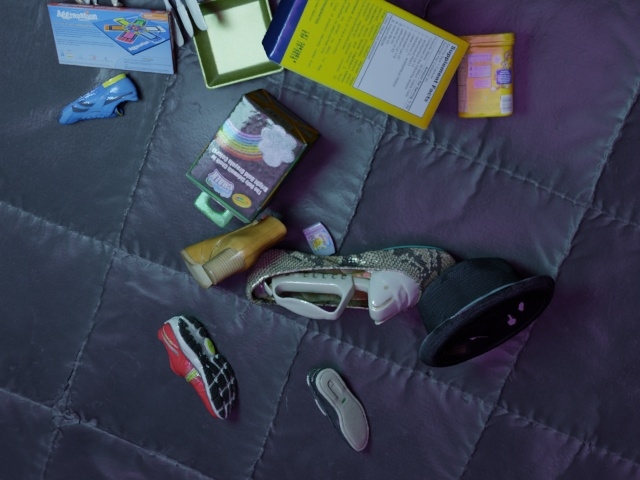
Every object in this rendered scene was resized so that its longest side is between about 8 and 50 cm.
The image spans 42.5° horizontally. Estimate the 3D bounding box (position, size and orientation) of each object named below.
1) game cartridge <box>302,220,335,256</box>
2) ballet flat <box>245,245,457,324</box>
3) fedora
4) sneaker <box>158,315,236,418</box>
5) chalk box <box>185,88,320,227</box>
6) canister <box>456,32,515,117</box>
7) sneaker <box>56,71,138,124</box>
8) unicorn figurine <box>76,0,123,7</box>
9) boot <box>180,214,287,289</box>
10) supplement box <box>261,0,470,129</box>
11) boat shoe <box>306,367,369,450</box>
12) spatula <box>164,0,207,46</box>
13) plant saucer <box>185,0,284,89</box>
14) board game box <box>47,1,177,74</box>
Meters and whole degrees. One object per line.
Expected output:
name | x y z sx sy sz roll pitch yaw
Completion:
game cartridge | 0.000 0.000 1.921 0.056 0.017 0.083 -25 98 12
ballet flat | 0.062 0.110 1.847 0.483 0.182 0.164 1 128 9
fedora | 0.336 0.134 1.795 0.334 0.334 0.152 -40 60 17
sneaker | -0.305 0.314 2.026 0.118 0.107 0.279 -23 96 33
chalk box | -0.164 -0.166 1.827 0.180 0.179 0.289 39 108 -2
canister | 0.348 -0.349 1.742 0.126 0.073 0.170 -1 105 11
sneaker | -0.518 -0.307 1.911 0.209 0.069 0.082 -26 102 15
unicorn figurine | -0.489 -0.568 1.845 0.162 0.060 0.111 -24 103 12
boot | -0.195 0.018 1.891 0.211 0.295 0.104 -34 105 -19
supplement box | 0.084 -0.396 1.661 0.356 0.195 0.194 22 108 -16
boat shoe | 0.044 0.407 1.994 0.079 0.084 0.233 -12 113 52
spatula | -0.327 -0.553 1.788 0.019 0.168 0.242 -28 102 -26
plant saucer | -0.184 -0.449 1.827 0.188 0.045 0.188 -11 101 13
board game box | -0.468 -0.457 1.860 0.281 0.027 0.145 7 129 8
